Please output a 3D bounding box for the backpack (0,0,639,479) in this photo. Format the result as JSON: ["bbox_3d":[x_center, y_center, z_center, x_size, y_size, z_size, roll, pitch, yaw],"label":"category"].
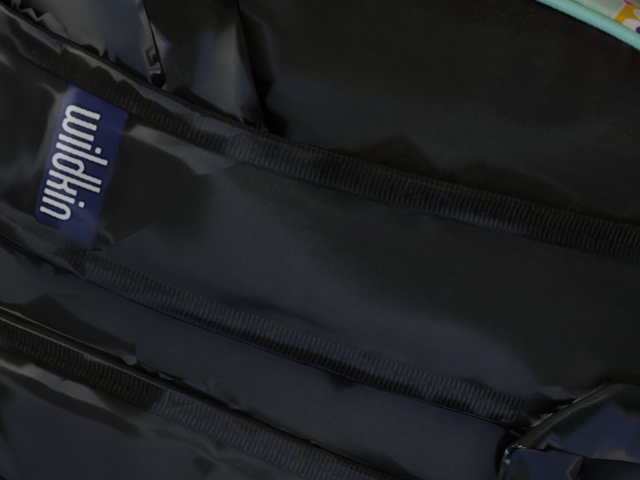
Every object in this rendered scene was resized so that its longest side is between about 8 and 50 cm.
[{"bbox_3d":[0.000,0.000,0.403,0.188,0.165,0.144,23,-163,9],"label":"backpack"}]
